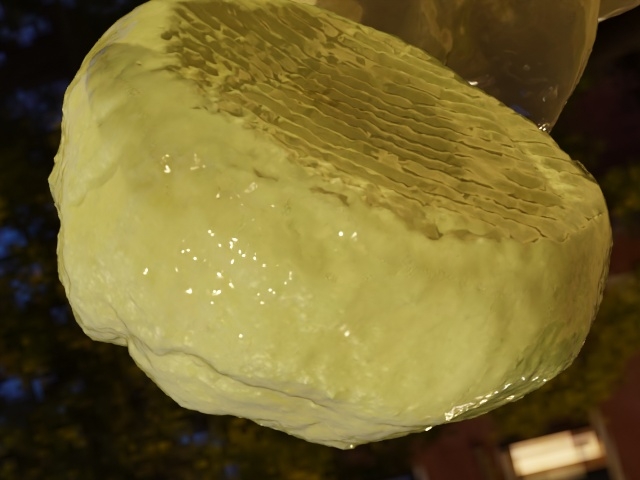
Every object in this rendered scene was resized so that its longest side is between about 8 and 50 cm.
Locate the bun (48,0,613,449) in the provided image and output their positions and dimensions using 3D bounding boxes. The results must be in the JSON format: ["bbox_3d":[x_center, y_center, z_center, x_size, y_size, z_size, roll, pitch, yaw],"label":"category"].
[{"bbox_3d":[0.000,0.000,0.656,0.195,0.195,0.118,-65,-4,-65],"label":"bun"}]

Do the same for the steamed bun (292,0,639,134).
[{"bbox_3d":[0.035,-0.199,0.941,0.342,0.255,0.367,61,-166,12],"label":"steamed bun"}]
